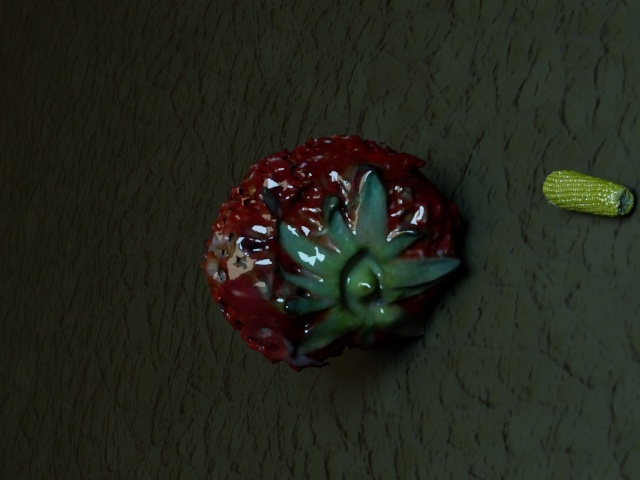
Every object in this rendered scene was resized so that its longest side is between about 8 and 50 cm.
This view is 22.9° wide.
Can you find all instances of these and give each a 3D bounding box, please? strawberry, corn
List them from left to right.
[{"bbox_3d":[0.000,0.000,1.217,0.186,0.184,0.201,-65,20,9],"label":"strawberry"},{"bbox_3d":[0.178,-0.031,1.061,0.083,0.028,0.027,19,109,58],"label":"corn"}]
